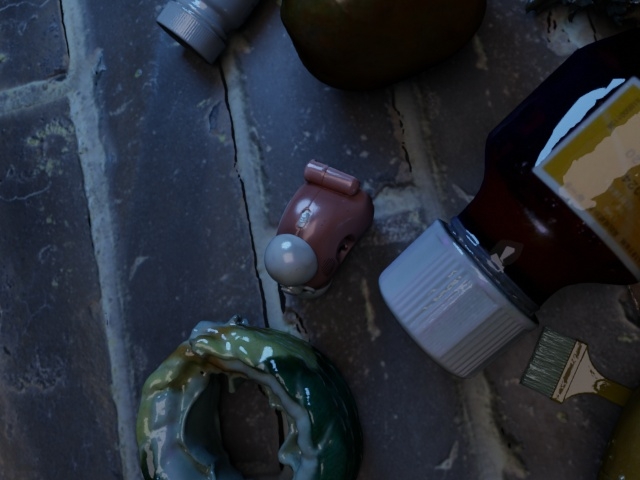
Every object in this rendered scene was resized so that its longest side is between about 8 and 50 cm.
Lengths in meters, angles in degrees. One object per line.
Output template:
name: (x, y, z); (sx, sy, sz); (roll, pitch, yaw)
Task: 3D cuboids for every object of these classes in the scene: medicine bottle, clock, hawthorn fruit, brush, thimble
medicine bottle: (0.254, -0.027, 0.724); (0.395, 0.242, 0.242); (-41, 75, 18)
medicine bottle: (-0.154, -0.358, 0.927); (0.105, 0.105, 0.168); (37, 92, 16)
clock: (0.000, 0.000, 0.812); (0.093, 0.166, 0.162); (26, 82, 15)
hawthorn fruit: (0.091, -0.331, 0.793); (0.301, 0.268, 0.267); (-10, 80, 8)
brush: (0.360, 0.186, 0.773); (0.205, 0.011, 0.083); (24, 87, 15)
thimble: (-0.087, 0.238, 0.794); (0.254, 0.167, 0.288); (-26, 78, 8)

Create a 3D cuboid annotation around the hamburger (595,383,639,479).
hamburger: (0.377, 0.257, 0.672); (0.144, 0.157, 0.282); (17, 97, 30)

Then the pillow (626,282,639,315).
pillow: (0.450, 0.096, 0.753); (0.135, 0.034, 0.211); (-15, 77, 14)

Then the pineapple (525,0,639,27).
pineapple: (0.387, -0.320, 0.788); (0.248, 0.128, 0.128); (13, 85, 20)
